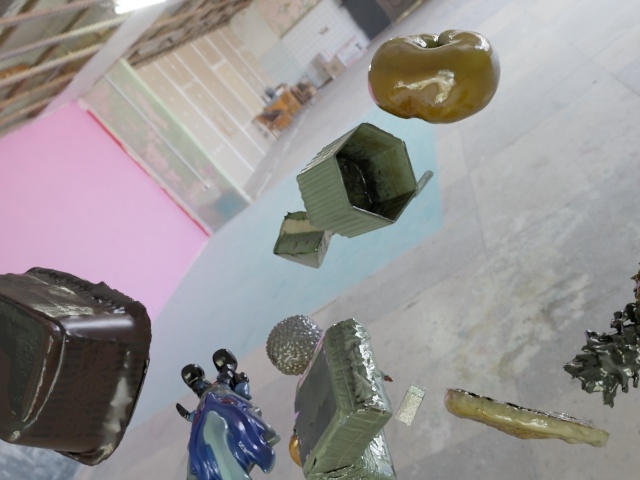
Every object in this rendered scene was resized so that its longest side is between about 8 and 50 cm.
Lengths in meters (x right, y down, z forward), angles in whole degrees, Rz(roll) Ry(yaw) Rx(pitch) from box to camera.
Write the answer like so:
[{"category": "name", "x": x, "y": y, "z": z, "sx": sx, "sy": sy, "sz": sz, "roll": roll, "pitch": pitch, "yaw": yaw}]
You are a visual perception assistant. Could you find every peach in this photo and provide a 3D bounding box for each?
[{"category": "peach", "x": 0.213, "y": -0.316, "z": 1.101, "sx": 0.250, "sy": 0.153, "sz": 0.251, "roll": -1, "pitch": 29, "yaw": 0}]

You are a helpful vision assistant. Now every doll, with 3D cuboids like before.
[{"category": "doll", "x": -0.092, "y": 0.184, "z": 0.561, "sx": 0.095, "sy": 0.070, "sz": 0.195, "roll": -28, "pitch": 33, "yaw": -4}]

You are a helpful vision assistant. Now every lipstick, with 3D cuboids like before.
[{"category": "lipstick", "x": 0.216, "y": 0.470, "z": 2.013, "sx": 0.030, "sy": 0.030, "sz": 0.129, "roll": -60, "pitch": 22, "yaw": -13}]

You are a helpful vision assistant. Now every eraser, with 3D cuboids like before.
[{"category": "eraser", "x": 0.191, "y": 0.347, "z": 1.232, "sx": 0.083, "sy": 0.038, "sz": 0.019, "roll": -64, "pitch": -8, "yaw": 2}]

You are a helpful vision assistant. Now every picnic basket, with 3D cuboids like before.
[{"category": "picnic basket", "x": -0.367, "y": 0.142, "z": 0.731, "sx": 0.296, "sy": 0.129, "sz": 0.223, "roll": 14, "pitch": 84, "yaw": 30}]

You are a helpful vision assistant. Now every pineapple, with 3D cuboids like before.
[{"category": "pineapple", "x": 0.510, "y": 0.095, "z": 0.817, "sx": 0.362, "sy": 0.202, "sz": 0.202, "roll": -46, "pitch": 15, "yaw": 17}]

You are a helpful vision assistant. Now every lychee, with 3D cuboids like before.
[{"category": "lychee", "x": -0.057, "y": 0.283, "z": 1.583, "sx": 0.197, "sy": 0.165, "sz": 0.165, "roll": -11, "pitch": -4, "yaw": -35}]

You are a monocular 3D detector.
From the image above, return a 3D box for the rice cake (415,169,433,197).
[{"category": "rice cake", "x": 0.275, "y": -0.154, "z": 1.580, "sx": 0.022, "sy": 0.022, "sz": 0.121, "roll": 14, "pitch": 44, "yaw": 30}]

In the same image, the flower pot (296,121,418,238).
[{"category": "flower pot", "x": 0.083, "y": -0.131, "z": 1.352, "sx": 0.239, "sy": 0.209, "sz": 0.189, "roll": -52, "pitch": 17, "yaw": -29}]

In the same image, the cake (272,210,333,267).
[{"category": "cake", "x": 0.001, "y": -0.001, "z": 1.807, "sx": 0.283, "sy": 0.172, "sz": 0.158, "roll": -2, "pitch": 68, "yaw": 61}]

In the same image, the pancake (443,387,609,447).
[{"category": "pancake", "x": 0.483, "y": 0.433, "z": 1.394, "sx": 0.386, "sy": 0.386, "sz": 0.082, "roll": -12, "pitch": 61, "yaw": 60}]

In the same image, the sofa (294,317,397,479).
[{"category": "sofa", "x": 0.070, "y": 0.282, "z": 0.973, "sx": 0.210, "sy": 0.175, "sz": 0.226, "roll": -105, "pitch": 34, "yaw": -55}]

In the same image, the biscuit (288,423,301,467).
[{"category": "biscuit", "x": -0.009, "y": 0.544, "z": 1.529, "sx": 0.170, "sy": 0.170, "sz": 0.050, "roll": -36, "pitch": 11, "yaw": 21}]
